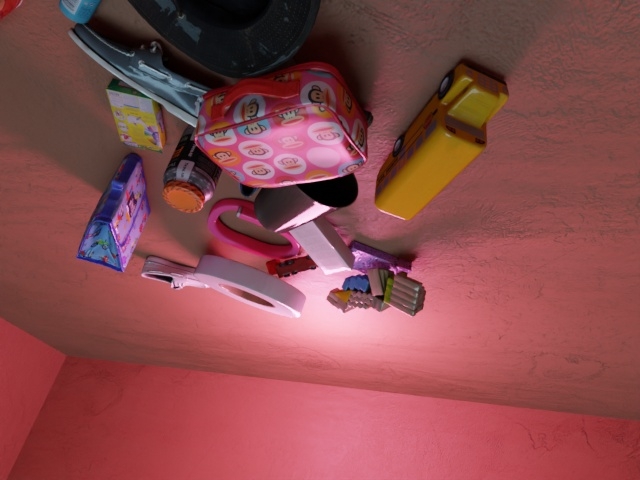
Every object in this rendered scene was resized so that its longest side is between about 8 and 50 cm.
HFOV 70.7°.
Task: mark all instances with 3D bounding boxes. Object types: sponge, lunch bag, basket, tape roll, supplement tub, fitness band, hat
[{"bbox_3d":[0.168,0.073,1.415,0.210,0.031,0.117,21,146,-15],"label":"sponge"},{"bbox_3d":[-0.078,-0.204,0.822,0.293,0.120,0.258,-6,159,24],"label":"lunch bag"},{"bbox_3d":[-0.055,-0.113,1.101,0.204,0.154,0.227,23,149,-26],"label":"basket"},{"bbox_3d":[-0.553,-0.084,1.219,0.138,0.221,0.293,20,146,-14],"label":"lunch bag"},{"bbox_3d":[-0.236,0.160,1.530,0.392,0.072,0.392,18,163,6],"label":"tape roll"},{"bbox_3d":[-0.289,-0.167,1.044,0.117,0.190,0.117,8,146,5],"label":"supplement tub"},{"bbox_3d":[-0.195,-0.026,1.355,0.290,0.054,0.209,22,146,-15],"label":"fitness band"},{"bbox_3d":[-0.148,-0.423,0.675,0.331,0.134,0.331,9,139,8],"label":"hat"}]

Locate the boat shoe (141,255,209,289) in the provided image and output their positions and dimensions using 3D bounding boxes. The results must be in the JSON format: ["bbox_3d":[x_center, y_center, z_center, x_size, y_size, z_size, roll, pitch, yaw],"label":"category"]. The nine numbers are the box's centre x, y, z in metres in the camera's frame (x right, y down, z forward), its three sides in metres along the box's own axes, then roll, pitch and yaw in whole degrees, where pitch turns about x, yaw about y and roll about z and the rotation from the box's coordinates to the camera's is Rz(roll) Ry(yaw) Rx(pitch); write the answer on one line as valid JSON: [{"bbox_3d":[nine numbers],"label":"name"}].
[{"bbox_3d":[-0.533,0.141,1.677,0.258,0.084,0.095,18,146,-9],"label":"boat shoe"}]

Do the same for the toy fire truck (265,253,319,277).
[{"bbox_3d":[-0.087,0.076,1.442,0.192,0.135,0.047,-16,98,7],"label":"toy fire truck"}]

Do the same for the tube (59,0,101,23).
[{"bbox_3d":[-0.383,-0.460,0.765,0.080,0.052,0.207,25,141,-36],"label":"tube"}]

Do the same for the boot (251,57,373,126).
[{"bbox_3d":[-0.016,-0.289,0.902,0.189,0.076,0.208,-10,135,26],"label":"boot"}]

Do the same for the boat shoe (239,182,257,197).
[{"bbox_3d":[-0.141,-0.192,1.053,0.109,0.089,0.258,12,147,-2],"label":"boat shoe"}]

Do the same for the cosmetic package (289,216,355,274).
[{"bbox_3d":[0.000,0.000,1.303,0.099,0.060,0.239,-12,132,32],"label":"cosmetic package"}]

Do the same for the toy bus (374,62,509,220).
[{"bbox_3d":[0.231,-0.185,0.916,0.108,0.130,0.333,20,146,-13],"label":"toy bus"}]

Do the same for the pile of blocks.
[{"bbox_3d":[0.182,0.149,1.427,0.362,0.149,0.112,-6,-173,42],"label":"pile of blocks"}]

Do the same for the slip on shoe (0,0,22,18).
[{"bbox_3d":[-0.688,-0.425,0.857,0.331,0.101,0.123,-9,144,30],"label":"slip on shoe"}]

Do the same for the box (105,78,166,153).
[{"bbox_3d":[-0.420,-0.280,1.049,0.105,0.043,0.179,13,145,-3],"label":"box"}]

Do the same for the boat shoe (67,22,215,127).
[{"bbox_3d":[-0.333,-0.342,0.908,0.319,0.116,0.099,33,101,-20],"label":"boat shoe"}]
